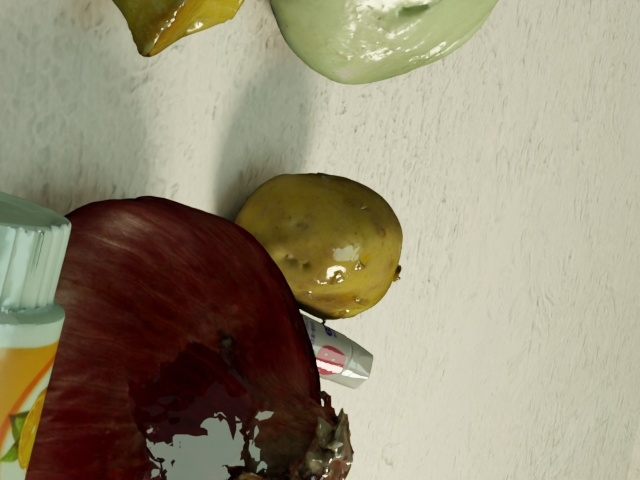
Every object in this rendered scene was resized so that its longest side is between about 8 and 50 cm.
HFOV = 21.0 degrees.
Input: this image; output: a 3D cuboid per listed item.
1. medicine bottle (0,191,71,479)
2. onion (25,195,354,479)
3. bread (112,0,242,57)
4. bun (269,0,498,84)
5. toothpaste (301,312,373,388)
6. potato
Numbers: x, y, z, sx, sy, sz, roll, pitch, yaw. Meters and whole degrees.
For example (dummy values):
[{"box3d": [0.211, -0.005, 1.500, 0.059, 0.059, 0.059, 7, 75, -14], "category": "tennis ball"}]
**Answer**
[{"box3d": [-0.250, 0.121, 1.016, 0.158, 0.158, 0.318, -2, 108, -65], "category": "medicine bottle"}, {"box3d": [-0.094, 0.140, 1.218, 0.347, 0.285, 0.347, -15, 107, -58], "category": "onion"}, {"box3d": [-0.069, -0.226, 1.220, 0.160, 0.088, 0.233, -61, 180, 30], "category": "bread"}, {"box3d": [0.087, -0.261, 1.440, 0.293, 0.187, 0.293, 17, 90, -72], "category": "bun"}, {"box3d": [-0.037, 0.076, 1.484, 0.194, 0.043, 0.067, 27, 48, -34], "category": "toothpaste"}, {"box3d": [0.000, 0.000, 1.507, 0.137, 0.137, 0.176, -69, 157, -7], "category": "potato"}]
